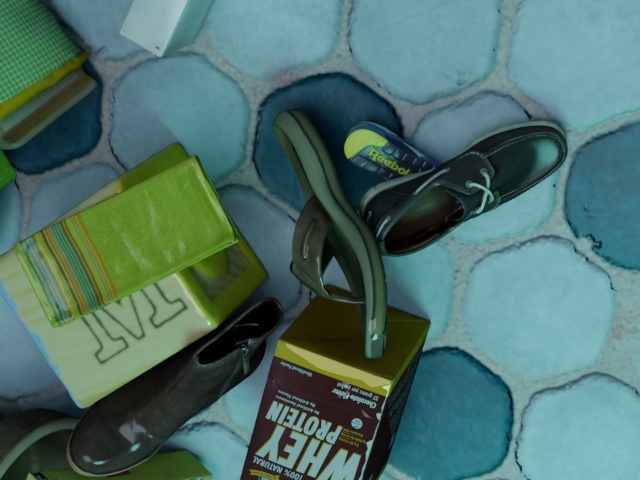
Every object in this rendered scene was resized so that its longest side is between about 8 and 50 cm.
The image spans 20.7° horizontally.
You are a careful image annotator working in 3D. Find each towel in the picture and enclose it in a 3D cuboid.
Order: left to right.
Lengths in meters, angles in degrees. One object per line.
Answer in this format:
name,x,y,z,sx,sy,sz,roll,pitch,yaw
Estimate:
towel,-0.204,0.004,1.807,0.237,0.021,0.102,-25,98,22

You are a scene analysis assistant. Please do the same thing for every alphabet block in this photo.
alphabet block,-0.210,0.035,1.932,0.197,0.192,0.193,-32,96,23

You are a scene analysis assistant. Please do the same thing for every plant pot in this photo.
plant pot,-0.409,0.300,2.056,0.229,0.263,0.263,18,111,29

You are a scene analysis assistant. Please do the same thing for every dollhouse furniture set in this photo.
dollhouse furniture set,-0.364,-0.174,1.834,0.151,0.301,0.197,-5,123,55

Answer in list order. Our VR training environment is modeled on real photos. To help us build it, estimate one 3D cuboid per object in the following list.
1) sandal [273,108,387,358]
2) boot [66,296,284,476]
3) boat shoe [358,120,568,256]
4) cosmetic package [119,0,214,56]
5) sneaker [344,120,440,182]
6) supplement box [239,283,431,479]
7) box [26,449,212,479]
sandal,0.000,0.000,1.846,0.086,0.120,0.303,-20,62,-10
boot,-0.161,0.154,1.895,0.090,0.248,0.207,53,156,8
boat shoe,0.157,-0.050,1.832,0.233,0.079,0.084,-24,117,3
cosmetic package,-0.127,-0.317,1.852,0.060,0.099,0.239,30,111,6
sneaker,0.088,-0.083,1.883,0.144,0.059,0.053,36,105,-17
supplement box,0.015,0.182,1.903,0.129,0.191,0.194,19,111,10
box,-0.236,0.298,1.994,0.058,0.232,0.087,39,118,37
